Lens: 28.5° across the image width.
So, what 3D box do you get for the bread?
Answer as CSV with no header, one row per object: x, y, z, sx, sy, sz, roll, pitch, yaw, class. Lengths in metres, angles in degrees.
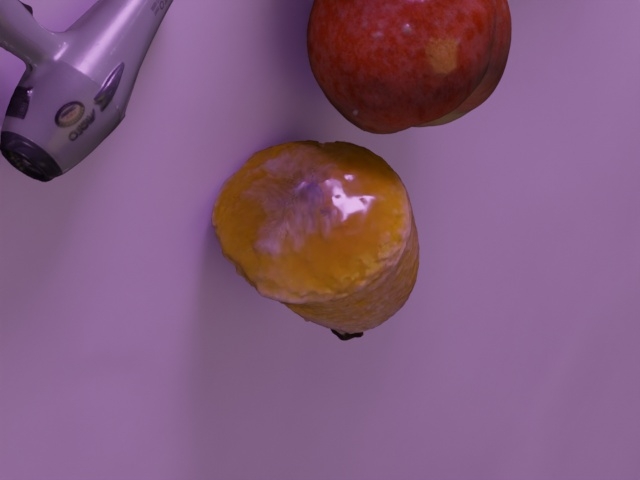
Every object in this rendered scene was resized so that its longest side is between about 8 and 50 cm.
0.002,-0.004,1.275,0.197,0.197,0.170,-50,149,-14,bread

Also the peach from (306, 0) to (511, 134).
0.080,-0.220,1.238,0.233,0.232,0.232,-24,128,-36,peach

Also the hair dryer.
-0.211,-0.210,1.021,0.229,0.092,0.267,-45,128,-30,hair dryer
